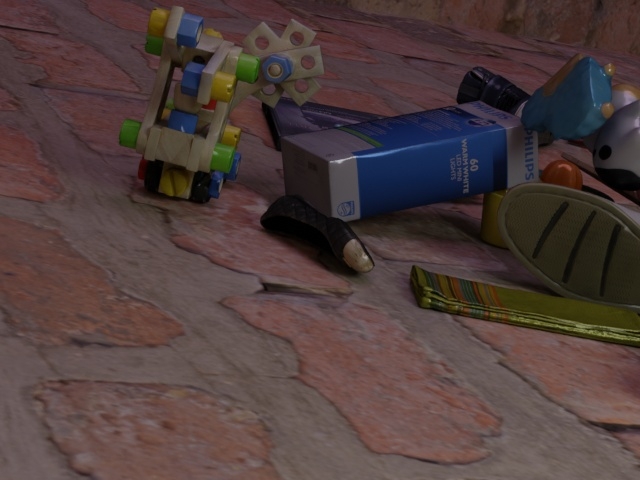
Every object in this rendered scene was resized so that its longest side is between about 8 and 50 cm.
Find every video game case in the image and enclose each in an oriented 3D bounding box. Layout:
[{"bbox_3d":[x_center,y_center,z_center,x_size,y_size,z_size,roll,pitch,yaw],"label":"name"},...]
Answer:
[{"bbox_3d":[0.025,-0.148,2.199,0.196,0.026,0.274,10,14,-9],"label":"video game case"}]

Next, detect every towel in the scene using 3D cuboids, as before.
[{"bbox_3d":[0.206,0.062,1.571,0.237,0.021,0.102,11,16,-7],"label":"towel"}]

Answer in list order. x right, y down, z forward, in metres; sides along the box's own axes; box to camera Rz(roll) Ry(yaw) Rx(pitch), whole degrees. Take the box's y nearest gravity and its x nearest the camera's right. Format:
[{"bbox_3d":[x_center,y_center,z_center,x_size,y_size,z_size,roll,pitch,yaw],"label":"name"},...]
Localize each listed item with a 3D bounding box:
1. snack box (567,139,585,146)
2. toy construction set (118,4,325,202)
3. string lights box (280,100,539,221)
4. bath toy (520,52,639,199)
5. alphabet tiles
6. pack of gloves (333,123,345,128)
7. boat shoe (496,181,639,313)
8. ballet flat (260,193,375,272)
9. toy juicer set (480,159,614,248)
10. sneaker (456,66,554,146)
[{"bbox_3d":[0.490,-0.148,2.578,0.178,0.022,0.064,17,17,16],"label":"snack box"},{"bbox_3d":[-0.116,-0.155,1.735,0.151,0.215,0.327,18,16,17],"label":"toy construction set"},{"bbox_3d":[0.101,-0.092,1.801,0.259,0.077,0.133,-11,19,-21],"label":"string lights box"},{"bbox_3d":[0.386,-0.062,1.772,0.348,0.129,0.151,37,43,-16],"label":"bath toy"},{"bbox_3d":[0.411,-0.040,1.983,0.237,0.009,0.198,28,6,-29],"label":"alphabet tiles"},{"bbox_3d":[0.096,-0.110,2.011,0.232,0.046,0.195,-6,28,-40],"label":"pack of gloves"},{"bbox_3d":[0.324,0.018,1.681,0.302,0.113,0.103,23,14,-1],"label":"boat shoe"},{"bbox_3d":[0.000,0.000,1.612,0.049,0.057,0.173,-38,34,-15],"label":"ballet flat"},{"bbox_3d":[0.321,-0.043,1.922,0.209,0.089,0.329,16,15,15],"label":"toy juicer set"},{"bbox_3d":[0.276,-0.205,2.462,0.163,0.086,0.226,28,9,16],"label":"sneaker"}]
